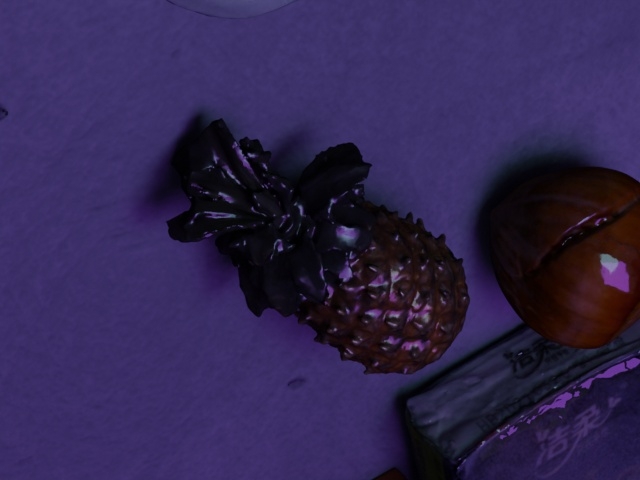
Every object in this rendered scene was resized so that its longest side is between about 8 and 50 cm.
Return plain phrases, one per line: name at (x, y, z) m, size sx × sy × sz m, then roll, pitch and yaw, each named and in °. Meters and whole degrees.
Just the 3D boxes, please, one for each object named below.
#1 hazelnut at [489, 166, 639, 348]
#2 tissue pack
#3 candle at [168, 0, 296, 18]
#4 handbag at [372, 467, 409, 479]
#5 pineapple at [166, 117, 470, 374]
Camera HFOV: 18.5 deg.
hazelnut at (0.251, 0.005, 1.868) m, size 0.182 × 0.182 × 0.182 m, roll -19°, pitch 130°, yaw -25°
tissue pack at (0.251, 0.261, 2.069) m, size 0.288 × 0.124 × 0.394 m, roll -30°, pitch 134°, yaw -17°
candle at (-0.086, -0.268, 1.291) m, size 0.221 × 0.342 × 0.221 m, roll -17°, pitch 124°, yaw -27°
handbag at (0.037, 0.318, 1.950) m, size 0.190 × 0.127 × 0.063 m, roll -26°, pitch 134°, yaw -19°
pineapple at (0.000, 0.000, 1.698) m, size 0.310 × 0.141 × 0.170 m, roll 33°, pitch 103°, yaw -38°
